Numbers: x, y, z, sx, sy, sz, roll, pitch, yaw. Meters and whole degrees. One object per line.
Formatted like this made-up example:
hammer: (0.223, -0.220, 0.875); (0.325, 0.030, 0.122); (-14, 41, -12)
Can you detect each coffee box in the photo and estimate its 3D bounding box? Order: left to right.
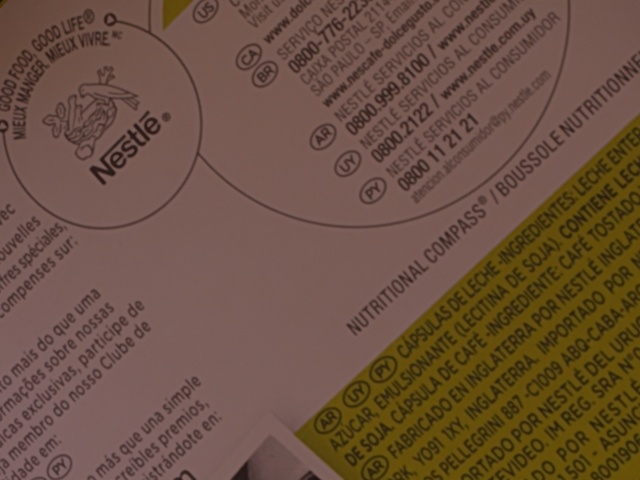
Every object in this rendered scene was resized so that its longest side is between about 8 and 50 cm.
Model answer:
coffee box: (0.028, 0.033, 0.728); (0.338, 0.334, 0.337); (-44, 175, 11)
